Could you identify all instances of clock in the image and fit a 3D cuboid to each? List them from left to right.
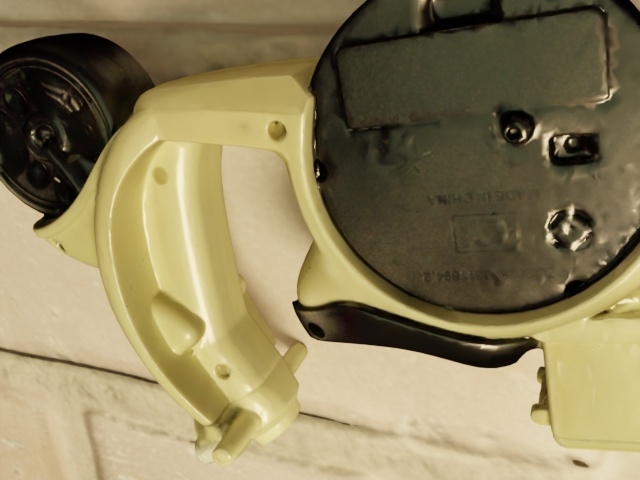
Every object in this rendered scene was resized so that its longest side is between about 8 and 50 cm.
[{"bbox_3d":[0.000,0.000,0.397,0.378,0.120,0.277,-6,109,26],"label":"clock"}]
